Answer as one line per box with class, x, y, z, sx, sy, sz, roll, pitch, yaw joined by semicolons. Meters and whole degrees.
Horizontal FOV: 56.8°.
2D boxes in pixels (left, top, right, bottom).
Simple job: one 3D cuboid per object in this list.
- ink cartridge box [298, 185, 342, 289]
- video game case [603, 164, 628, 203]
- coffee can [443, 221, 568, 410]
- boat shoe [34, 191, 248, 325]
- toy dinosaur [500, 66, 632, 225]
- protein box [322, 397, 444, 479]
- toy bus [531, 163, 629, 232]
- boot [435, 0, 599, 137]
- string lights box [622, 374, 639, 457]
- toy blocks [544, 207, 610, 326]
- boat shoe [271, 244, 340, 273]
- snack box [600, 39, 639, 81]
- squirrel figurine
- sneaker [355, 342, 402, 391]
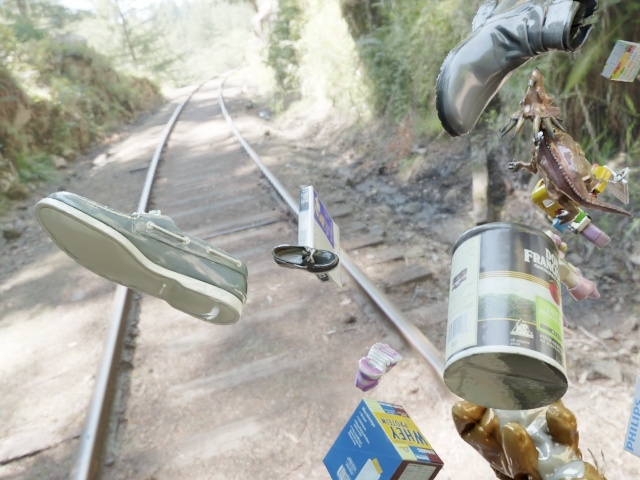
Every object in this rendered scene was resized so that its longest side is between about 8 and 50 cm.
ink cartridge box;0.000;0.000;1.549;0.045;0.208;0.206;-14;53;18
video game case;0.889;-0.167;1.783;0.011;0.122;0.087;-38;52;5
coffee can;0.330;0.134;1.068;0.201;0.201;0.275;-4;48;22
boat shoe;-0.246;0.013;0.859;0.116;0.319;0.099;-40;26;48
toy dinosaur;0.427;-0.148;1.070;0.127;0.295;0.200;-33;-30;11
protein box;0.140;0.519;1.386;0.136;0.201;0.200;21;16;-33
toy bus;0.601;-0.137;1.421;0.202;0.104;0.191;-51;3;18
boot;0.363;-0.346;1.095;0.223;0.118;0.338;9;70;49
string lights box;0.592;0.305;0.885;0.077;0.133;0.260;11;0;-17
toy blocks;0.745;0.089;1.756;0.309;0.260;0.288;-52;2;17
boat shoe;-0.027;0.029;1.050;0.125;0.038;0.046;7;64;22
snack box;0.848;-0.497;1.646;0.141;0.100;0.037;-9;40;-39
squirrel figurine;0.523;0.531;1.356;0.281;0.397;0.370;-24;39;-15
sneaker;0.173;0.401;1.851;0.095;0.104;0.236;29;22;23
